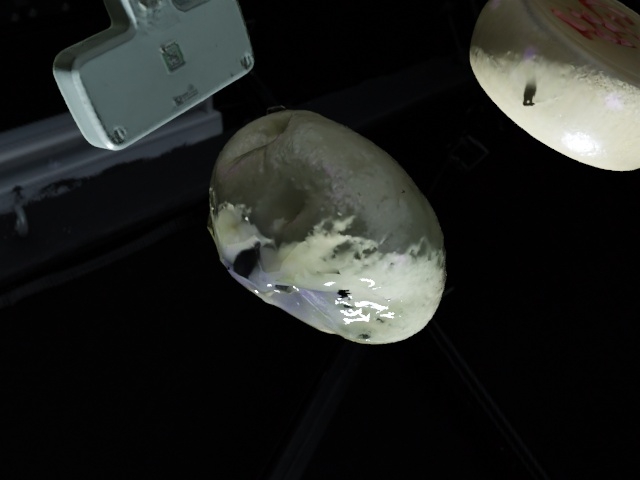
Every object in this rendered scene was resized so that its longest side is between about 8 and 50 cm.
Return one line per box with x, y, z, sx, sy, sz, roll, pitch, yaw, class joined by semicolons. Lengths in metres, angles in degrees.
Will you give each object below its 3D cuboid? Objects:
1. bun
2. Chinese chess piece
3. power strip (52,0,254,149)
-0.002;0.000;0.661;0.273;0.273;0.168;41;-108;0;bun
0.302;-0.197;0.747;0.273;0.102;0.273;15;-136;-15;Chinese chess piece
-0.210;-0.254;0.824;0.059;0.194;0.265;19;-133;41;power strip
